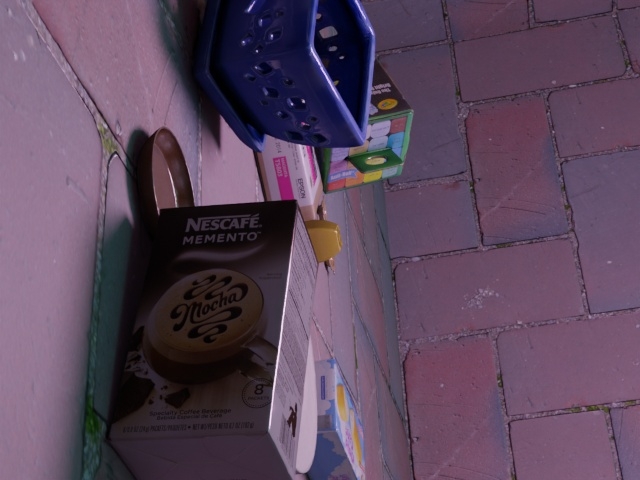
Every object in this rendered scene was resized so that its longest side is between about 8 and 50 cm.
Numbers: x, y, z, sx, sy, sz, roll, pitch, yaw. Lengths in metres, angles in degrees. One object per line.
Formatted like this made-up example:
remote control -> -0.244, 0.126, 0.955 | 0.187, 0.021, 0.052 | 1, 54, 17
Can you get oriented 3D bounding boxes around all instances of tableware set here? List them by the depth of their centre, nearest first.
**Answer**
tableware set -> 0.013, -0.010, 2.617 | 0.141, 0.020, 0.169 | -89, 166, -48

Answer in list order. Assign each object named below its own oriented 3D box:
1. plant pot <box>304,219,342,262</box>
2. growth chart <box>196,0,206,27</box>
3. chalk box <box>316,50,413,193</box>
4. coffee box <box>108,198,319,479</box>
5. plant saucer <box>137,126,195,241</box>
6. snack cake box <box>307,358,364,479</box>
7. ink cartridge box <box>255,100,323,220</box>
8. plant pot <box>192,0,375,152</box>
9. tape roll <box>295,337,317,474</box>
plant pot -> 0.000, 0.000, 2.321 | 0.081, 0.083, 0.082 | -69, 148, -72
growth chart -> -0.153, -0.271, 1.824 | 0.237, 0.021, 0.172 | 42, 40, -76
chalk box -> 0.064, -0.222, 2.223 | 0.179, 0.180, 0.289 | 98, -28, -47
coffee box -> -0.105, 0.107, 1.204 | 0.119, 0.168, 0.297 | 72, 18, -48
plant saucer -> -0.188, -0.053, 1.365 | 0.168, 0.029, 0.169 | -10, 90, -81
snack cake box -> 0.015, 0.353, 2.057 | 0.264, 0.089, 0.152 | 70, 13, -50
ink cartridge box -> -0.062, -0.168, 2.083 | 0.193, 0.088, 0.235 | -79, 159, -68
plant pot -> -0.057, -0.283, 1.700 | 0.236, 0.212, 0.236 | 53, 36, -49
tape roll -> -0.079, 0.165, 1.706 | 0.392, 0.072, 0.392 | -9, 90, -80
